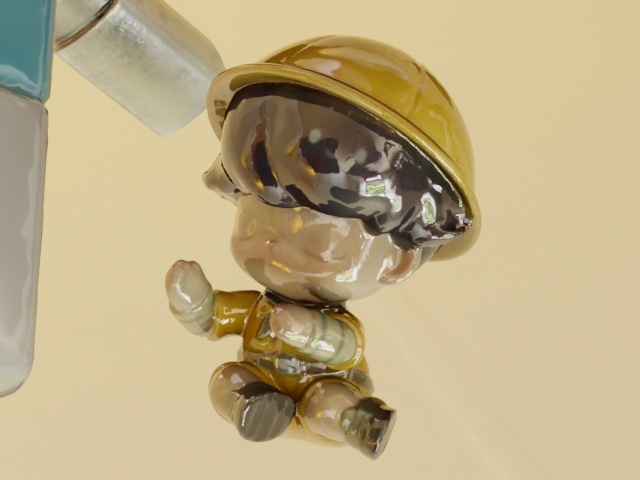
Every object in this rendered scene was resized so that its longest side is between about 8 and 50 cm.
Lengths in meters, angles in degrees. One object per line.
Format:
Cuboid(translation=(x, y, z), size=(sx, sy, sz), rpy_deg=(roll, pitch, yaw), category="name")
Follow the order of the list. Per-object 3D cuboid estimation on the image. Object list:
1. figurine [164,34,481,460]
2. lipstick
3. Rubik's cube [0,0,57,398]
Cuboid(translation=(0.002, 0.000, 1.228), size=(0.192, 0.257, 0.167), rpy_deg=(15, -177, 20), category="figurine")
Cuboid(translation=(-0.175, -0.175, 1.457), size=(0.253, 0.077, 0.079), rpy_deg=(39, -160, -45), category="lipstick")
Cuboid(translation=(-0.330, -0.112, 0.743), size=(0.344, 0.346, 0.347), rpy_deg=(21, -119, -44), category="Rubik's cube")
